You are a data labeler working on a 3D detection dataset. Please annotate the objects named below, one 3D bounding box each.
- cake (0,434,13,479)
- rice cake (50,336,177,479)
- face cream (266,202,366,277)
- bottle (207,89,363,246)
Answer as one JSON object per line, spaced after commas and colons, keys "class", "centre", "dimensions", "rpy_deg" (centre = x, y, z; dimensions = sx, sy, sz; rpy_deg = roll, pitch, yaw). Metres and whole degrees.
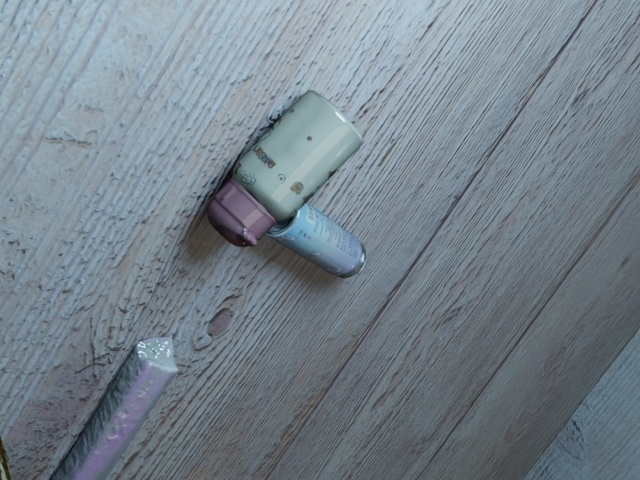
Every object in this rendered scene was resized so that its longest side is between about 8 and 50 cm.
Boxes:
{"class": "cake", "centre": [-0.418, 0.233, 1.188], "dimensions": [0.135, 0.246, 0.112], "rpy_deg": [-49, 144, -28]}
{"class": "rice cake", "centre": [-0.327, 0.302, 1.465], "dimensions": [0.072, 0.056, 0.365], "rpy_deg": [21, 108, -51]}
{"class": "face cream", "centre": [0.000, 0.000, 1.482], "dimensions": [0.075, 0.075, 0.229], "rpy_deg": [-50, 140, 5]}
{"class": "bottle", "centre": [-0.056, -0.092, 1.328], "dimensions": [0.233, 0.110, 0.110], "rpy_deg": [-46, 141, 0]}
